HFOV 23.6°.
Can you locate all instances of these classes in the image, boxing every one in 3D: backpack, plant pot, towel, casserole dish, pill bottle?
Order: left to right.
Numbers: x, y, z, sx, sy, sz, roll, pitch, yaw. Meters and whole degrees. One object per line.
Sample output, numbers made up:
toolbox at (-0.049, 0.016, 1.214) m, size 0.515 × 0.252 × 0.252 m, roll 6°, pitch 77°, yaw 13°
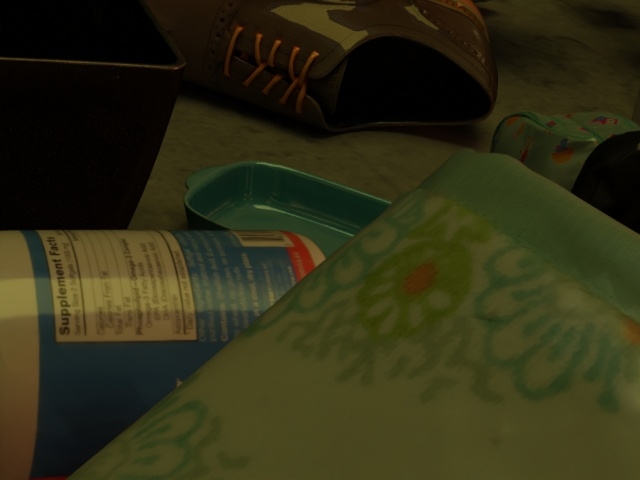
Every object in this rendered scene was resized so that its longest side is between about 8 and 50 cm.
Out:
plant pot at (-0.195, -0.060, 0.864) m, size 0.188 × 0.167 × 0.187 m, roll -1°, pitch 28°, yaw -20°
pill bottle at (-0.110, 0.057, 0.707) m, size 0.221 × 0.124 × 0.124 m, roll -1°, pitch 28°, yaw -20°
casserole dish at (0.000, 0.000, 0.965) m, size 0.188 × 0.037 × 0.114 m, roll 19°, pitch 27°, yaw 19°
towel at (0.041, 0.153, 0.431) m, size 0.320 × 0.090 × 0.374 m, roll -38°, pitch 43°, yaw -13°
backpack at (0.171, -0.021, 0.955) m, size 0.115 × 0.152 × 0.182 m, roll 14°, pitch 13°, yaw -12°

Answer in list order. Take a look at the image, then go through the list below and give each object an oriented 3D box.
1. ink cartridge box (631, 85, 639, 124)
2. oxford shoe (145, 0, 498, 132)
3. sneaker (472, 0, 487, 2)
ink cartridge box at (0.433, -0.116, 1.166) m, size 0.353 × 0.207 × 0.119 m, roll 11°, pitch 24°, yaw 2°
oxford shoe at (-0.033, -0.159, 1.182) m, size 0.364 × 0.130 × 0.132 m, roll 5°, pitch 32°, yaw -11°
sneaker at (0.112, -0.295, 1.587) m, size 0.094 × 0.080 × 0.212 m, roll 6°, pitch 30°, yaw -37°
